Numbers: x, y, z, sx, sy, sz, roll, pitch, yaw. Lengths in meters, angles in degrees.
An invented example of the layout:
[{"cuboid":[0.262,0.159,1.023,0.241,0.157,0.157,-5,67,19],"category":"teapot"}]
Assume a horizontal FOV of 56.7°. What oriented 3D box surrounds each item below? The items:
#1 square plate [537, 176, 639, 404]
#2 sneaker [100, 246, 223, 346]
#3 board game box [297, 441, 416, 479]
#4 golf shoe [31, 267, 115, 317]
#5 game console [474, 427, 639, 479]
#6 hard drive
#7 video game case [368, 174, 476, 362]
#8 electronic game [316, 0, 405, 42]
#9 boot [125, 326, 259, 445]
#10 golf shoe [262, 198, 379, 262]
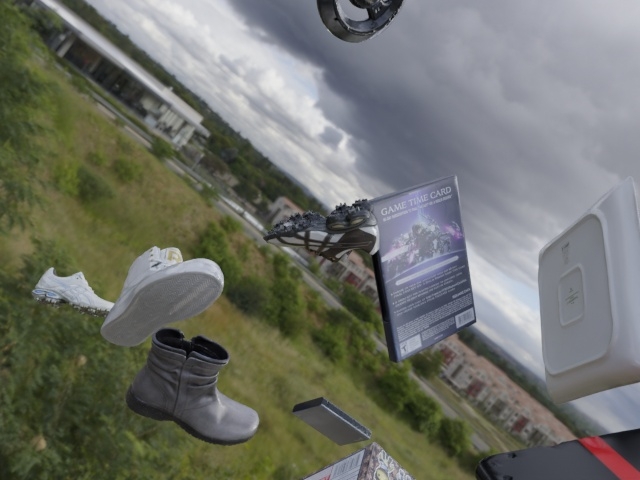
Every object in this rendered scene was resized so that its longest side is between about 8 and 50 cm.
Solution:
[{"cuboid":[0.483,0.107,1.097,0.049,0.343,0.347,6,-23,-3],"category":"square plate"},{"cuboid":[-0.267,0.060,1.035,0.108,0.293,0.169,40,39,-31],"category":"sneaker"},{"cuboid":[-0.007,0.394,0.599,0.141,0.232,0.291,45,33,-10],"category":"board game box"},{"cuboid":[-0.496,0.106,1.227,0.176,0.086,0.069,18,-25,-9],"category":"golf shoe"},{"cuboid":[0.388,0.318,0.615,0.386,0.342,0.060,-126,-153,-78],"category":"game console"},{"cuboid":[0.023,0.361,1.179,0.135,0.094,0.022,39,46,-20],"category":"hard drive"},{"cuboid":[0.174,0.044,1.000,0.026,0.196,0.274,8,-67,56],"category":"video game case"},{"cuboid":[0.090,-0.507,1.177,0.048,0.229,0.229,46,7,39],"category":"electronic game"},{"cuboid":[-0.258,0.339,1.366,0.338,0.222,0.118,23,26,-23],"category":"boot"},{"cuboid":[0.000,0.000,0.931,0.077,0.198,0.093,-49,123,-50],"category":"golf shoe"}]
